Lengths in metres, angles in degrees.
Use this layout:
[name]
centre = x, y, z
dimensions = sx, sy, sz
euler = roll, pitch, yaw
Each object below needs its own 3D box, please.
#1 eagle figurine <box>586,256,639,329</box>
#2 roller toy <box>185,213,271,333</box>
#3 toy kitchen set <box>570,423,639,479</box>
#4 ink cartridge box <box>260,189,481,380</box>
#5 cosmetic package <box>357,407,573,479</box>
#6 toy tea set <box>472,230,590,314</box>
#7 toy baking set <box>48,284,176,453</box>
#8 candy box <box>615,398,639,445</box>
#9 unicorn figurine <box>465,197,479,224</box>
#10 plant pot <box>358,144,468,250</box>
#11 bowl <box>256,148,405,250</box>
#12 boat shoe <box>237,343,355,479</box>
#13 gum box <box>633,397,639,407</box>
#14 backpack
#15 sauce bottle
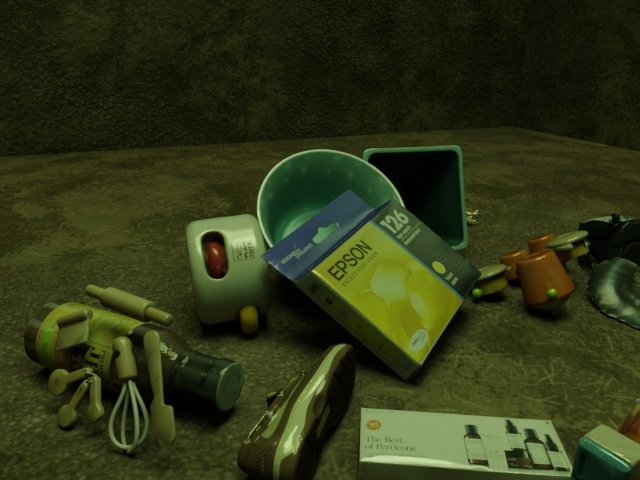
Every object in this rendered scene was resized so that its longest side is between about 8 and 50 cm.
[eagle figurine]
centre = 0.678, 0.097, 1.010
dimensions = 0.226, 0.225, 0.298
euler = 44, -8, 4
[roller toy]
centre = -0.163, 0.052, 1.008
dimensions = 0.146, 0.191, 0.209
euler = -9, 27, -12
[toy kitchen set]
centre = 0.287, 0.293, 0.479
dimensions = 0.166, 0.122, 0.207
euler = -13, 24, -33
[ink cartridge box]
centre = 0.105, 0.042, 0.968
dimensions = 0.307, 0.072, 0.303
euler = 42, 43, 7
[cosmetic package]
centre = 0.165, 0.258, 0.658
dimensions = 0.239, 0.060, 0.099
euler = 2, 19, 4
[toy tea set]
centre = 0.472, 0.072, 1.165
dimensions = 0.336, 0.124, 0.200
euler = -21, 0, -39
[toy baking set]
centre = -0.268, 0.167, 0.732
dimensions = 0.256, 0.196, 0.030
euler = 9, -8, 28
[candy box]
centre = 0.417, 0.252, 0.604
dimensions = 0.053, 0.109, 0.186
euler = 26, 13, -19
[unicorn figurine]
centre = 0.393, -0.094, 1.634
dimensions = 0.111, 0.060, 0.162
euler = -5, 21, -18
[plant pot]
centre = 0.193, -0.094, 1.383
dimensions = 0.247, 0.247, 0.252
euler = -5, 2, -14
[bowl]
centre = 0.011, -0.020, 1.156
dimensions = 0.312, 0.163, 0.311
euler = 6, 62, -11
[boat shoe]
centre = -0.028, 0.213, 0.731
dimensions = 0.095, 0.095, 0.257
euler = 2, 20, 21
[gum box]
centre = 0.538, 0.255, 0.711
dimensions = 0.157, 0.041, 0.184
euler = -7, 21, -24
[backpack]
centre = 0.674, 0.011, 1.270
dimensions = 0.115, 0.151, 0.182
euler = 5, 7, -4
[sauce bottle]
centre = -0.277, 0.170, 0.808
dimensions = 0.345, 0.111, 0.111
euler = 8, 21, 23
